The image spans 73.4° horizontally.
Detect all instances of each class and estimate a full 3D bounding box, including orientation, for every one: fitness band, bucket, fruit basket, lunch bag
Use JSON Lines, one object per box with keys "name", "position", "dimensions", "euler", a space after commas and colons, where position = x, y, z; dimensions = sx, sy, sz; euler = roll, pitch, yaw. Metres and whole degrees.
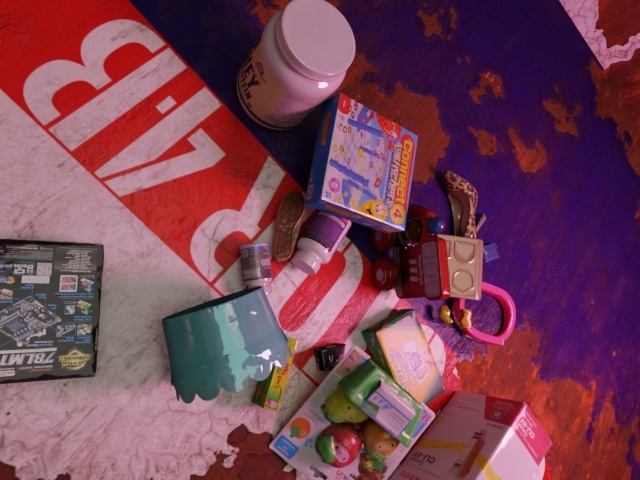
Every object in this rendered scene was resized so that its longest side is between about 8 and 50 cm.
{"name": "fitness band", "position": [0.588, 0.257, 1.531], "dimensions": [0.290, 0.054, 0.209], "euler": [19, 72, -24]}
{"name": "bucket", "position": [-0.221, 0.228, 0.995], "dimensions": [0.281, 0.281, 0.183], "euler": [-17, 90, -29]}
{"name": "fruit basket", "position": [0.098, 0.516, 1.154], "dimensions": [0.327, 0.165, 0.353], "euler": [43, 79, -8]}
{"name": "lunch bag", "position": [0.601, 0.041, 1.568], "dimensions": [0.098, 0.067, 0.065], "euler": [-15, 89, -30]}

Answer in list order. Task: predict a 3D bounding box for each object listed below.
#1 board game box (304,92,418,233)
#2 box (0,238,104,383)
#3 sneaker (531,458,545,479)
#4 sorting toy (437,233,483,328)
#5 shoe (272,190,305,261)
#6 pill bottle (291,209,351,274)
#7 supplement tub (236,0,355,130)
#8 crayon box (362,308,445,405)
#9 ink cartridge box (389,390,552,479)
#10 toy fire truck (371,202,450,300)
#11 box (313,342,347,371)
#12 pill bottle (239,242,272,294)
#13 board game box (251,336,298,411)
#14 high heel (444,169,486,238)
{"name": "board game box", "position": [0.125, -0.207, 1.221], "dimensions": [0.301, 0.086, 0.309], "euler": [17, 77, -32]}
{"name": "box", "position": [-0.627, 0.146, 0.903], "dimensions": [0.295, 0.073, 0.294], "euler": [3, 80, -28]}
{"name": "sneaker", "position": [0.604, 0.741, 1.413], "dimensions": [0.319, 0.127, 0.208], "euler": [-39, 101, -28]}
{"name": "sorting toy", "position": [0.438, 0.134, 1.457], "dimensions": [0.228, 0.041, 0.308], "euler": [8, 78, -5]}
{"name": "shoe", "position": [-0.095, -0.041, 1.230], "dimensions": [0.076, 0.058, 0.219], "euler": [15, 69, -4]}
{"name": "pill bottle", "position": [0.000, 0.000, 1.237], "dimensions": [0.108, 0.108, 0.194], "euler": [40, 65, -16]}
{"name": "supplement tub", "position": [-0.074, -0.461, 1.157], "dimensions": [0.235, 0.324, 0.236], "euler": [5, 78, -27]}
{"name": "crayon box", "position": [0.258, 0.371, 1.321], "dimensions": [0.165, 0.081, 0.279], "euler": [-23, 92, -29]}
{"name": "ink cartridge box", "position": [0.430, 0.646, 1.249], "dimensions": [0.384, 0.279, 0.160], "euler": [-39, 99, -28]}
{"name": "toy fire truck", "position": [0.291, 0.033, 1.300], "dimensions": [0.169, 0.254, 0.302], "euler": [5, 79, -27]}
{"name": "box", "position": [0.032, 0.333, 1.227], "dimensions": [0.083, 0.052, 0.062], "euler": [-8, 85, -27]}
{"name": "pill bottle", "position": [-0.170, 0.079, 1.151], "dimensions": [0.078, 0.078, 0.137], "euler": [-6, 84, -28]}
{"name": "board game box", "position": [-0.120, 0.342, 1.122], "dimensions": [0.043, 0.092, 0.181], "euler": [23, 71, -22]}
{"name": "high heel", "position": [0.484, -0.105, 1.519], "dimensions": [0.261, 0.093, 0.186], "euler": [51, 61, -17]}
